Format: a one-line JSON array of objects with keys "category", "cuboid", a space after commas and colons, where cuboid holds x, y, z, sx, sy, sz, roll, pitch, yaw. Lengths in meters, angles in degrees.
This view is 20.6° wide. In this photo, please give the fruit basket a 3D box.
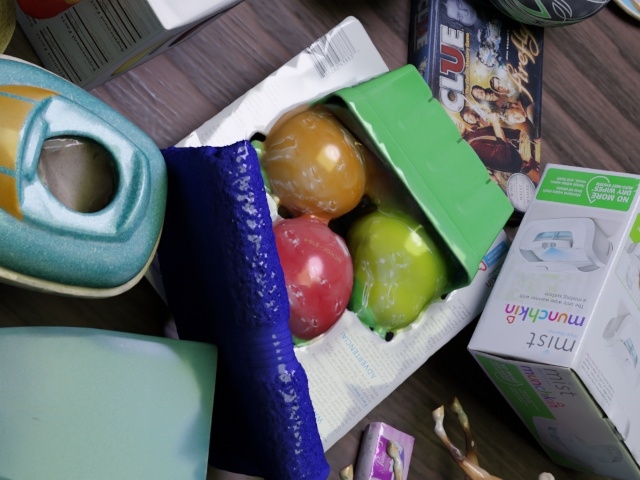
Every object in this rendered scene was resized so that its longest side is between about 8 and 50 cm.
[{"category": "fruit basket", "cuboid": [0.000, 0.000, 1.744, 0.353, 0.165, 0.327, -39, 98, -20]}]

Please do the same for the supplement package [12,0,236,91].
[{"category": "supplement package", "cuboid": [-0.163, -0.259, 1.653, 0.194, 0.203, 0.149, -33, 96, -37]}]

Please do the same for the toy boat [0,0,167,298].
[{"category": "toy boat", "cuboid": [-0.230, -0.120, 1.455, 0.268, 0.148, 0.318, 20, 65, -28]}]

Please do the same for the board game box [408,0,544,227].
[{"category": "board game box", "cuboid": [0.172, -0.152, 1.957, 0.165, 0.042, 0.243, 17, 66, -30]}]

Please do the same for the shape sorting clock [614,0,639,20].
[{"category": "shape sorting clock", "cuboid": [0.400, -0.364, 2.190, 0.206, 0.040, 0.206, 12, 69, -32]}]

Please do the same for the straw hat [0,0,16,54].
[{"category": "straw hat", "cuboid": [-0.350, -0.208, 1.586, 0.144, 0.144, 0.061, 14, 26, -31]}]

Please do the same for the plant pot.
[{"category": "plant pot", "cuboid": [-0.233, 0.163, 1.500, 0.234, 0.166, 0.165, 14, 67, -23]}]

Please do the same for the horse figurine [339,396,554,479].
[{"category": "horse figurine", "cuboid": [0.125, 0.262, 1.732, 0.263, 0.066, 0.174, -26, 83, -44]}]

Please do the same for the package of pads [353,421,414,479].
[{"category": "package of pads", "cuboid": [0.061, 0.229, 1.762, 0.050, 0.032, 0.083, 28, 61, -27]}]

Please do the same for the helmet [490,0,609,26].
[{"category": "helmet", "cuboid": [0.254, -0.317, 1.955, 0.169, 0.169, 0.161, -23, 98, -38]}]

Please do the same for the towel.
[{"category": "towel", "cuboid": [-0.069, 0.062, 1.547, 0.076, 0.228, 0.308, -15, 98, -22]}]

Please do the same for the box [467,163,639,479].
[{"category": "box", "cuboid": [0.292, 0.091, 1.829, 0.262, 0.127, 0.231, 51, 58, -47]}]
